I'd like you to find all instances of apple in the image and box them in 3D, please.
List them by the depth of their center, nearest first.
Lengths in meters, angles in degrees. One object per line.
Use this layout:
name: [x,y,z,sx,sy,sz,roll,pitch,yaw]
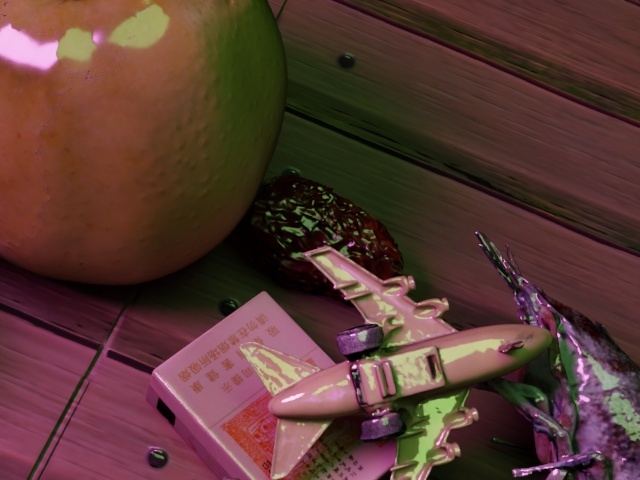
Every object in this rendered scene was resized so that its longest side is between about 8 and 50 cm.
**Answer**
apple: [-0.198,-0.144,1.291,0.357,0.357,0.357,6,57,-9]

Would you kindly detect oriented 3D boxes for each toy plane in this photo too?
toy plane: [0.070,0.111,1.225,0.256,0.104,0.241,-15,82,3]

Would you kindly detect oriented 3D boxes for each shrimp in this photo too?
shrimp: [0.219,0.162,1.288,0.172,0.137,0.372,-24,66,-44]

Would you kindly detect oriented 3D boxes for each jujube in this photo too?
jujube: [0.002,-0.003,1.379,0.166,0.104,0.104,22,56,-4]

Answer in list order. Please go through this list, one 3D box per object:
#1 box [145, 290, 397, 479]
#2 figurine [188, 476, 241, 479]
box: [-0.036,0.159,1.287,0.141,0.058,0.201,-34,71,-29]
figurine: [-0.038,0.297,1.104,0.175,0.265,0.197,-21,104,-11]
